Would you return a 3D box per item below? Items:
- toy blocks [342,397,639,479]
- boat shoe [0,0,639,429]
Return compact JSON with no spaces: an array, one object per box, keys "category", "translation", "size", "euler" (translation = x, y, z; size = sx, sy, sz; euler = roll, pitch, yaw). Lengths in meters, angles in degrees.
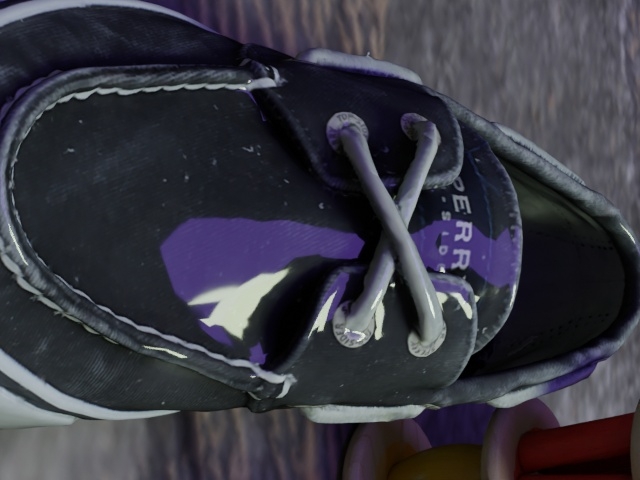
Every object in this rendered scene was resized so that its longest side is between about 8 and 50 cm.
[{"category":"toy blocks","translation":[0.067,0.090,0.545],"size":[0.054,0.148,0.123],"euler":[62,38,-24]},{"category":"boat shoe","translation":[0.000,0.000,0.486],"size":[0.301,0.102,0.108],"euler":[17,73,-58]}]
